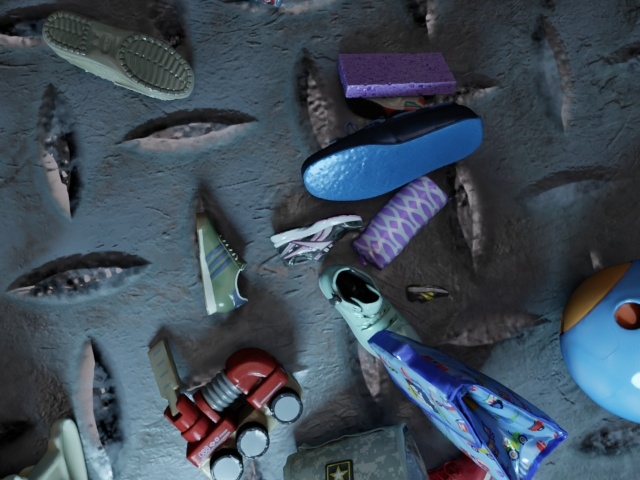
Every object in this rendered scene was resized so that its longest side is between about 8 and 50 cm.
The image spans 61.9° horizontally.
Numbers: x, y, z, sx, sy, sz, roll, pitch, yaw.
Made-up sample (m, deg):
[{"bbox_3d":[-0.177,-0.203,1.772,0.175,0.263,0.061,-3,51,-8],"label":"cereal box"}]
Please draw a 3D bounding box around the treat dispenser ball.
[{"bbox_3d":[0.576,0.175,0.938,0.289,0.288,0.287,0,86,-5],"label":"treat dispenser ball"}]

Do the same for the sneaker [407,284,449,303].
[{"bbox_3d":[0.210,0.106,1.045,0.084,0.031,0.035,4,99,-1],"label":"sneaker"}]

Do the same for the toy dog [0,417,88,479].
[{"bbox_3d":[-0.604,0.503,0.848,0.409,0.284,0.394,-10,105,-4],"label":"toy dog"}]

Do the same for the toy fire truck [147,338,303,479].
[{"bbox_3d":[-0.186,0.261,0.952,0.217,0.158,0.246,-45,101,-6],"label":"toy fire truck"}]

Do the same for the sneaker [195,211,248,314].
[{"bbox_3d":[-0.182,0.039,1.000,0.086,0.064,0.191,-7,87,-13],"label":"sneaker"}]

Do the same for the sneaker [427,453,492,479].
[{"bbox_3d":[0.218,0.445,0.990,0.128,0.087,0.221,39,82,-3],"label":"sneaker"}]

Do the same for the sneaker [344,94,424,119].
[{"bbox_3d":[0.130,-0.282,1.058,0.162,0.057,0.075,12,66,-1],"label":"sneaker"}]

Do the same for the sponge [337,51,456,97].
[{"bbox_3d":[0.144,-0.322,1.036,0.210,0.031,0.117,-3,48,-5],"label":"sponge"}]

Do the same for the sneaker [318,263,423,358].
[{"bbox_3d":[0.101,0.145,0.968,0.256,0.151,0.094,44,82,-2],"label":"sneaker"}]

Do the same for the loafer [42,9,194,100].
[{"bbox_3d":[-0.368,-0.341,0.998,0.269,0.092,0.101,21,86,-19],"label":"loafer"}]

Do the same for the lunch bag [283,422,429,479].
[{"bbox_3d":[0.076,0.475,0.910,0.236,0.169,0.286,-23,76,18],"label":"lunch bag"}]

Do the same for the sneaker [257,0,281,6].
[{"bbox_3d":[-0.118,-0.509,1.024,0.262,0.104,0.125,-21,90,-6],"label":"sneaker"}]

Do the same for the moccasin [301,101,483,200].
[{"bbox_3d":[0.128,-0.167,1.004,0.343,0.137,0.116,-14,43,-5],"label":"moccasin"}]

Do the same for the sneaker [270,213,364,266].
[{"bbox_3d":[0.000,0.000,1.015,0.179,0.072,0.077,-16,95,11],"label":"sneaker"}]

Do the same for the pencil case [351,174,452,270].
[{"bbox_3d":[0.150,-0.036,1.018,0.206,0.088,0.086,-44,94,-7],"label":"pencil case"}]

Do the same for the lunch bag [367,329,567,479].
[{"bbox_3d":[0.221,0.249,0.884,0.293,0.221,0.138,43,82,-27],"label":"lunch bag"}]
